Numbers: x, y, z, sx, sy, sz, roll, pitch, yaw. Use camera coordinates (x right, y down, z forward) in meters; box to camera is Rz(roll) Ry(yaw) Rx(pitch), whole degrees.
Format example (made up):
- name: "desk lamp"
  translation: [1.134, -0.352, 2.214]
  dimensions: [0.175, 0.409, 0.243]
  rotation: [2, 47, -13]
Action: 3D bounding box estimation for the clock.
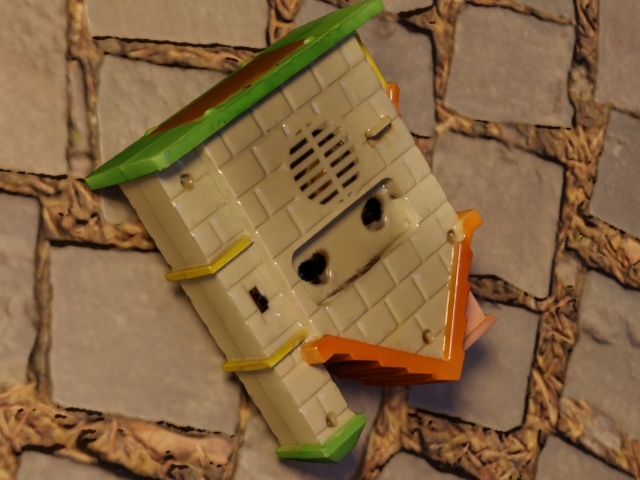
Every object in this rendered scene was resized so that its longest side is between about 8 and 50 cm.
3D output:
- name: "clock"
  translation: [0.000, 0.000, 1.206]
  dimensions: [0.220, 0.106, 0.255]
  rotation: [-38, 106, -32]
